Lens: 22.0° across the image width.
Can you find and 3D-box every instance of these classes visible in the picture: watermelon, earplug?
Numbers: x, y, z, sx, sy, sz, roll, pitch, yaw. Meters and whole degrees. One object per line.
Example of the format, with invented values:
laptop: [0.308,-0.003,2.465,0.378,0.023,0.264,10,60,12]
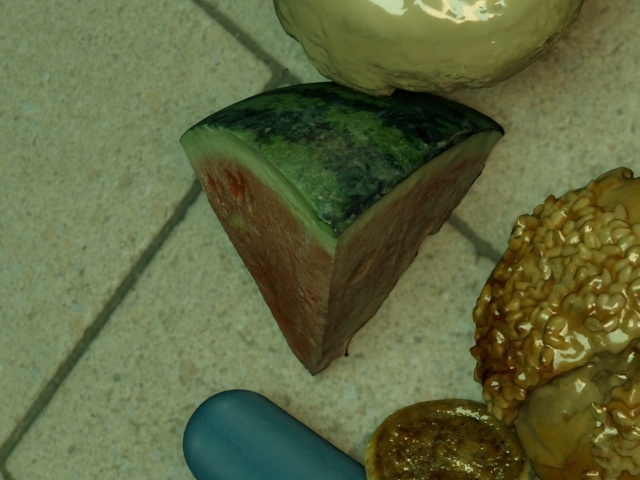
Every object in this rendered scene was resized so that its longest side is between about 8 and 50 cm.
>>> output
watermelon: [-0.016,-0.026,1.527,0.283,0.250,0.292,11,85,34]
earplug: [-0.023,0.240,1.560,0.273,0.132,0.132,36,99,31]

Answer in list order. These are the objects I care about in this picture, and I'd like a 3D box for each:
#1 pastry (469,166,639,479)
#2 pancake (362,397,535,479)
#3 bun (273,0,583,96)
pastry: [0.263,0.090,1.394,0.284,0.184,0.315,-28,70,21]
pancake: [0.118,0.199,1.494,0.158,0.028,0.158,-3,44,3]
bun: [0.112,-0.283,1.500,0.360,0.211,0.359,-6,59,10]
